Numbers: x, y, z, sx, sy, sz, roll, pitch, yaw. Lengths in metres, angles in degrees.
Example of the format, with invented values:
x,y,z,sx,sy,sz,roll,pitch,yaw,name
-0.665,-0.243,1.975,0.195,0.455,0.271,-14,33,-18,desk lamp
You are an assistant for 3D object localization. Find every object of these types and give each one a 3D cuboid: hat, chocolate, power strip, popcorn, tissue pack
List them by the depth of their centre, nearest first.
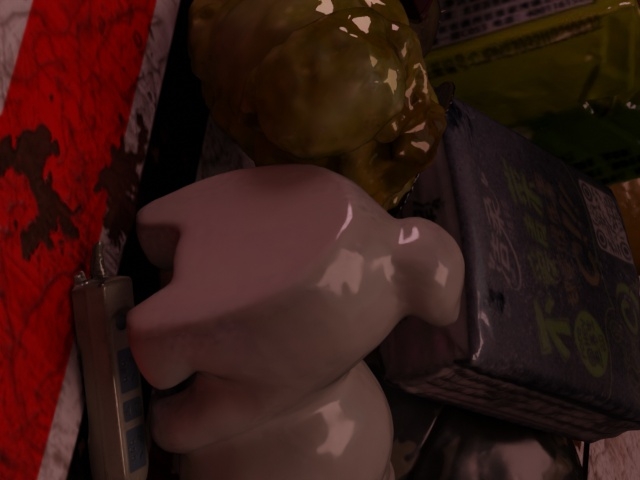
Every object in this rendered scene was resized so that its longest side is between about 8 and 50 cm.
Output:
x,y,z,sx,sy,sz,roll,pitch,yaw,name
-0.150,0.095,1.219,0.047,0.030,0.191,-17,103,-69,power strip
0.010,-0.121,1.373,0.225,0.173,0.286,46,6,-36,popcorn
0.193,0.033,1.701,0.394,0.124,0.288,21,53,-52,tissue pack
0.166,0.169,1.799,0.366,0.257,0.382,-71,169,-48,hat
0.216,-0.170,1.846,0.289,0.300,0.137,58,22,-52,chocolate

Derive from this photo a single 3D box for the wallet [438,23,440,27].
x,y,z,sx,sy,sz,roll,pitch,yaw,name
0.063,-0.253,1.690,0.026,0.129,0.088,-18,107,-43,wallet

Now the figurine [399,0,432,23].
x,y,z,sx,sy,sz,roll,pitch,yaw,name
0.050,-0.247,1.443,0.154,0.098,0.082,59,48,-66,figurine

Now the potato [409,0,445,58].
x,y,z,sx,sy,sz,roll,pitch,yaw,name
0.031,-0.270,1.575,0.165,0.165,0.262,-56,142,-57,potato

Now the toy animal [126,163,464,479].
x,y,z,sx,sy,sz,roll,pitch,yaw,name
-0.002,0.124,1.292,0.196,0.241,0.368,-85,169,-54,toy animal

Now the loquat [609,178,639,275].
x,y,z,sx,sy,sz,roll,pitch,yaw,name
0.326,-0.072,2.140,0.276,0.284,0.276,56,9,-13,loquat

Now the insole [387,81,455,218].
x,y,z,sx,sy,sz,roll,pitch,yaw,name
0.031,0.008,1.479,0.348,0.009,0.119,-61,-167,-8,insole
